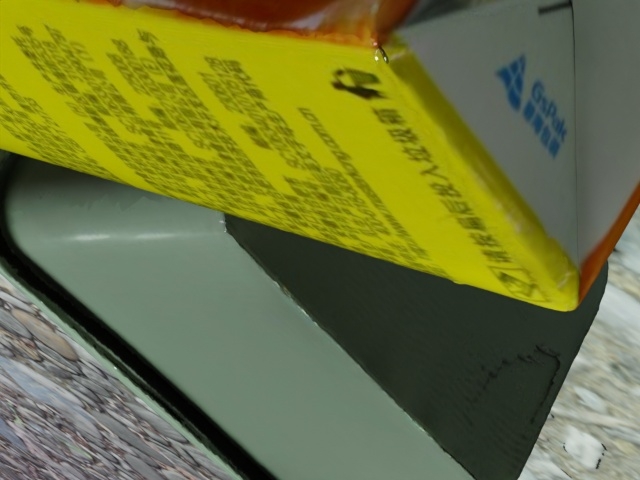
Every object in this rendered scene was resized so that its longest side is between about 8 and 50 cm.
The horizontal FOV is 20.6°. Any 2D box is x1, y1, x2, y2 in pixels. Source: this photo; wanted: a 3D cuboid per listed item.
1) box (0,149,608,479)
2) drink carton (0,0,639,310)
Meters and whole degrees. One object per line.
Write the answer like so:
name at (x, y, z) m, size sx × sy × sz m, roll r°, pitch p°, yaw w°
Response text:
box at (0.000, 0.000, 0.712) m, size 0.135 × 0.163 × 0.243 m, roll 0°, pitch 141°, yaw 46°
drink carton at (-0.050, -0.101, 0.518) m, size 0.351 × 0.154 × 0.111 m, roll 16°, pitch 155°, yaw 43°
